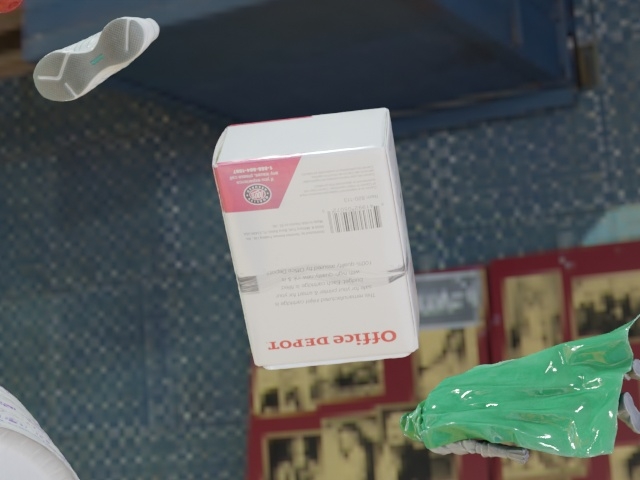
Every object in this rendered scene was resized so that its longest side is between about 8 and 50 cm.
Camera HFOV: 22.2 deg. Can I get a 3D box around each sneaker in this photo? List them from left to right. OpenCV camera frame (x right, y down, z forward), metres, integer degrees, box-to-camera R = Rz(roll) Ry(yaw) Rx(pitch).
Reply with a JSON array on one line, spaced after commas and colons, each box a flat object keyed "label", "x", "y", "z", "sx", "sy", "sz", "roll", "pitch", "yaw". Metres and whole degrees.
[{"label": "sneaker", "x": -0.227, "y": -0.186, "z": 1.679, "sx": 0.152, "sy": 0.053, "sz": 0.061, "roll": -22, "pitch": 5, "yaw": 26}]

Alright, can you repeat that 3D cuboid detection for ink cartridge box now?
[{"label": "ink cartridge box", "x": 0.000, "y": 0.000, "z": 1.966, "sx": 0.207, "sy": 0.283, "sz": 0.117, "roll": -6, "pitch": 28, "yaw": 8}]

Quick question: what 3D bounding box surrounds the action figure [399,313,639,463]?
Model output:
[{"label": "action figure", "x": 0.160, "y": 0.138, "z": 1.346, "sx": 0.232, "sy": 0.137, "sz": 0.063, "roll": -13, "pitch": -52, "yaw": 39}]

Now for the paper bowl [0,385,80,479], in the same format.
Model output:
[{"label": "paper bowl", "x": -0.274, "y": 0.228, "z": 1.038, "sx": 0.284, "sy": 0.284, "sz": 0.148, "roll": 5, "pitch": 22, "yaw": -39}]

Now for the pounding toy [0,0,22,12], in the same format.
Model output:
[{"label": "pounding toy", "x": -0.286, "y": -0.274, "z": 1.461, "sx": 0.110, "sy": 0.183, "sz": 0.237, "roll": 38, "pitch": -71, "yaw": -19}]
